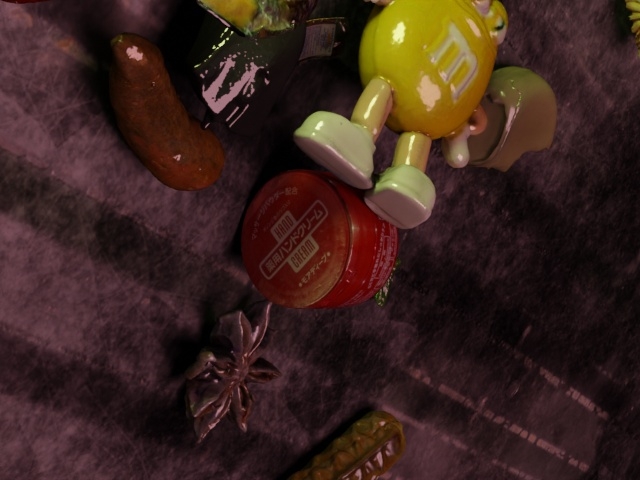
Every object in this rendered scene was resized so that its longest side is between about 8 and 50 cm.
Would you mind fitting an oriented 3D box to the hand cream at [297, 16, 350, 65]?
[{"bbox_3d":[-0.023,-0.252,1.714,0.163,0.039,0.062,-24,130,-47],"label":"hand cream"}]

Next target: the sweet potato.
[{"bbox_3d":[-0.193,-0.146,1.520,0.097,0.097,0.292,-51,148,-13],"label":"sweet potato"}]

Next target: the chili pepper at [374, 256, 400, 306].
[{"bbox_3d":[0.105,0.061,2.105,0.030,0.034,0.091,11,110,-19],"label":"chili pepper"}]

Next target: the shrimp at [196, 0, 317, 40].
[{"bbox_3d":[-0.075,-0.331,1.433,0.085,0.272,0.445,-31,167,28],"label":"shrimp"}]

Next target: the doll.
[{"bbox_3d":[0.112,-0.225,1.752,0.348,0.161,0.423,13,77,-45],"label":"doll"}]

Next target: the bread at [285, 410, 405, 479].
[{"bbox_3d":[0.039,0.382,2.195,0.269,0.098,0.087,-36,157,-31],"label":"bread"}]

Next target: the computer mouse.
[{"bbox_3d":[-0.074,-0.240,1.550,0.147,0.088,0.264,43,62,-52],"label":"computer mouse"}]

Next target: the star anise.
[{"bbox_3d":[-0.133,0.175,1.844,0.230,0.081,0.262,-60,156,1],"label":"star anise"}]

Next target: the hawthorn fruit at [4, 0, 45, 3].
[{"bbox_3d":[-0.269,-0.298,1.258,0.148,0.172,0.148,-3,94,-53],"label":"hawthorn fruit"}]

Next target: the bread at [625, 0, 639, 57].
[{"bbox_3d":[0.639,-0.427,2.311,0.250,0.133,0.179,-41,137,-29],"label":"bread"}]

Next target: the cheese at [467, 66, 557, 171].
[{"bbox_3d":[0.307,-0.190,2.113,0.202,0.091,0.175,4,113,-52],"label":"cheese"}]

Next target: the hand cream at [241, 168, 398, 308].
[{"bbox_3d":[0.000,0.000,1.786,0.125,0.193,0.193,8,109,-55],"label":"hand cream"}]
